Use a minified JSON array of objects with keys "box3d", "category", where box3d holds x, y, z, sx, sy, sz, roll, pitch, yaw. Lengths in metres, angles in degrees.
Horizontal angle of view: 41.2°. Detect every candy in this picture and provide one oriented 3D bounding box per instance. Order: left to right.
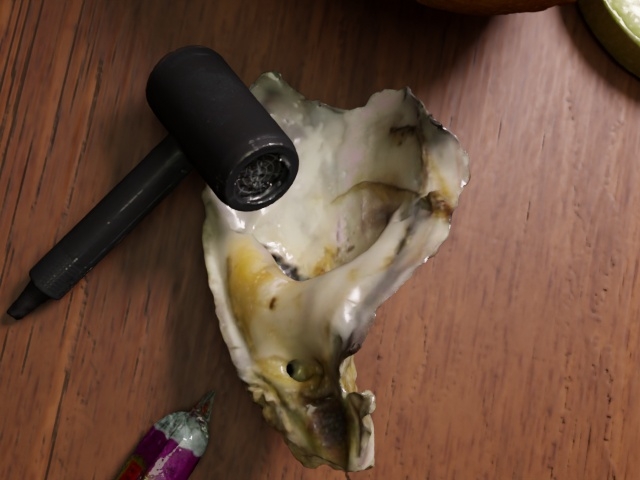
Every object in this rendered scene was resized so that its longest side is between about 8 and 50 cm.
[{"box3d":[-0.131,0.186,0.644,0.043,0.045,0.175,41,75,-37],"category":"candy"}]

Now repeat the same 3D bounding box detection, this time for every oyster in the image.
[{"box3d":[0.005,0.003,0.649,0.275,0.100,0.271,37,94,37],"category":"oyster"}]

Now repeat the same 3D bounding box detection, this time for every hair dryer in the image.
[{"box3d":[-0.135,-0.017,0.636,0.255,0.070,0.128,-45,56,6],"category":"hair dryer"}]

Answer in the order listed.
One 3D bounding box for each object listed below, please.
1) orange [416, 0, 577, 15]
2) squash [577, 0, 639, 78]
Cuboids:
[{"box3d":[0.103,-0.338,0.609,0.357,0.322,0.322,25,80,-3],"category":"orange"},{"box3d":[0.346,-0.256,0.771,0.252,0.049,0.252,1,82,-9],"category":"squash"}]
